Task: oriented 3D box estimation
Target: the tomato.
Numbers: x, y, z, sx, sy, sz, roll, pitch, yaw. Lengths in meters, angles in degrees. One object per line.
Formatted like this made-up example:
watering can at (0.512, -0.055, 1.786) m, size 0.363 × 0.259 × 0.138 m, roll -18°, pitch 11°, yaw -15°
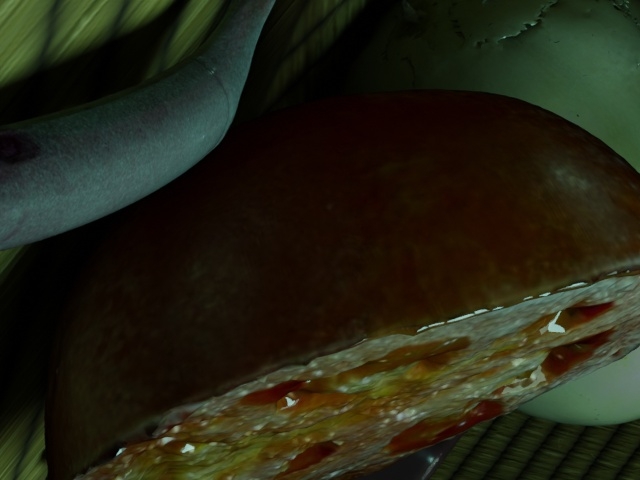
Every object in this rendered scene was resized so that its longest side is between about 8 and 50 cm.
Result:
tomato at (0.007, 0.021, 0.909) m, size 0.338 × 0.143 × 0.338 m, roll -19°, pitch 167°, yaw -5°

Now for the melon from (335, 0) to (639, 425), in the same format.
melon at (0.133, -0.025, 1.131) m, size 0.223 × 0.223 × 0.317 m, roll -51°, pitch 130°, yaw -18°

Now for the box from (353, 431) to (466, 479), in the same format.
box at (0.006, 0.217, 1.840) m, size 0.294 × 0.167 × 0.193 m, roll -56°, pitch 173°, yaw 23°

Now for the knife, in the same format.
knife at (-0.068, -0.048, 0.700) m, size 0.123 × 0.053 × 0.278 m, roll -64°, pitch 169°, yaw 26°
